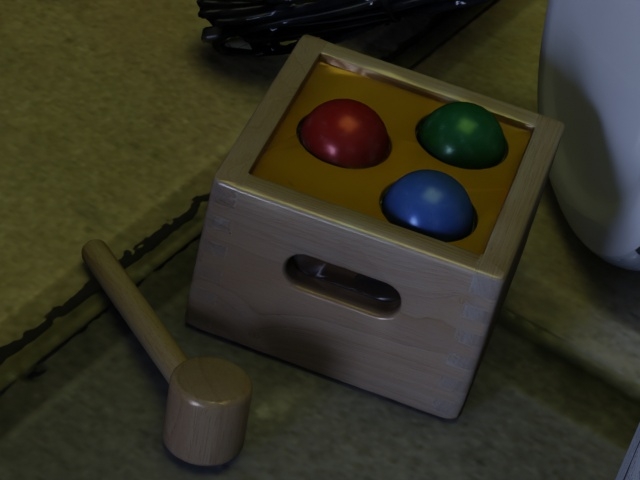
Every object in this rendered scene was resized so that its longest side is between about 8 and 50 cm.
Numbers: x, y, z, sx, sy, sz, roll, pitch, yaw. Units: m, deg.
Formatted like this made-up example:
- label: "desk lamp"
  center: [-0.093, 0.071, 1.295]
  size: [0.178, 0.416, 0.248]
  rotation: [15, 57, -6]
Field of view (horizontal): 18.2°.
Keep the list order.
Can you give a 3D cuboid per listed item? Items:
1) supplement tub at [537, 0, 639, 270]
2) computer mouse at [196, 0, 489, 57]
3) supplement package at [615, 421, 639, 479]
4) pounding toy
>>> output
- label: "supplement tub"
  center: [0.280, -0.078, 0.953]
  size: [0.316, 0.193, 0.193]
  rotation: [1, 40, -17]
- label: "computer mouse"
  center: [0.049, -0.173, 1.082]
  size: [0.188, 0.072, 0.272]
  rotation: [-9, 33, 17]
- label: "supplement package"
  center: [0.231, 0.129, 0.675]
  size: [0.262, 0.204, 0.145]
  rotation: [18, 38, 5]
- label: "pounding toy"
  center: [-0.010, 0.000, 0.846]
  size: [0.181, 0.094, 0.206]
  rotation: [20, 38, 6]
